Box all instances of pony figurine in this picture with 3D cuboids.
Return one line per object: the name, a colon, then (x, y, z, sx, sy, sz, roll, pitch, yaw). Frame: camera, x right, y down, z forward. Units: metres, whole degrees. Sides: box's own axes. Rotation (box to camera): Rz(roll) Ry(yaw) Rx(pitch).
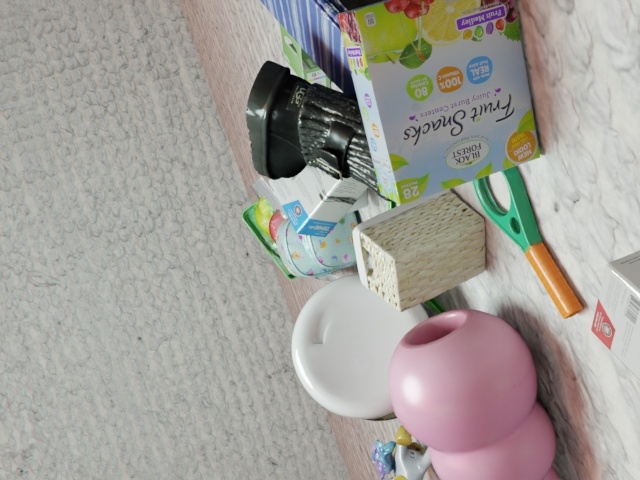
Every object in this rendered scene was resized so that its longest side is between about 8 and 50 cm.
pony figurine: (0.200, 0.583, 1.476, 0.363, 0.303, 0.351, 92, -173, -67)

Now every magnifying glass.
magnifying glass: (0.248, -0.012, 0.801, 0.092, 0.026, 0.231, 98, 151, -65)

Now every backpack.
backpack: (0.000, 0.000, 1.485, 0.144, 0.188, 0.166, -165, 56, -75)

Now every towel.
towel: (-0.030, -0.352, 0.970, 0.336, 0.040, 0.243, 50, 176, 8)

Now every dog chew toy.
dog chew toy: (0.233, 0.266, 0.925, 0.332, 0.207, 0.206, 63, 168, -7)

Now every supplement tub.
supplement tub: (0.093, 0.205, 1.190, 0.235, 0.235, 0.325, 65, -176, 20)

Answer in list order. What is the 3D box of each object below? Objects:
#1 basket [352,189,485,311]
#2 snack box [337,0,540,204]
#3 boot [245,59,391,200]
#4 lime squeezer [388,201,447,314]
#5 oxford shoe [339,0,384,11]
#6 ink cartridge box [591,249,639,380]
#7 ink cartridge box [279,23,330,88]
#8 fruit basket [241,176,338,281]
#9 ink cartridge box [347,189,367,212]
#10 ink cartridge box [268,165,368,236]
basket: (0.146, 0.015, 0.948, 0.103, 0.167, 0.113, 47, 154, 50)
snack box: (0.130, -0.164, 0.707, 0.070, 0.174, 0.207, -133, 25, -68)
boot: (0.025, -0.148, 1.070, 0.348, 0.260, 0.131, 84, -154, -82)
lime squeezer: (0.155, 0.031, 1.182, 0.110, 0.059, 0.310, 125, 124, -75)
oxford shoe: (0.058, -0.346, 0.953, 0.212, 0.076, 0.076, 65, -174, 1)
ink cartridge box: (0.314, 0.086, 0.585, 0.135, 0.056, 0.099, -122, 17, -45)
ink cartridge box: (-0.028, -0.342, 1.360, 0.209, 0.062, 0.109, 85, 161, -48)
fruit basket: (-0.067, -0.030, 1.722, 0.327, 0.165, 0.353, 53, 166, -6)
ink cartridge box: (0.019, -0.122, 1.395, 0.063, 0.109, 0.150, 82, 163, -47)
ink cartridge box: (0.010, -0.128, 1.248, 0.203, 0.086, 0.148, -48, 53, 29)
